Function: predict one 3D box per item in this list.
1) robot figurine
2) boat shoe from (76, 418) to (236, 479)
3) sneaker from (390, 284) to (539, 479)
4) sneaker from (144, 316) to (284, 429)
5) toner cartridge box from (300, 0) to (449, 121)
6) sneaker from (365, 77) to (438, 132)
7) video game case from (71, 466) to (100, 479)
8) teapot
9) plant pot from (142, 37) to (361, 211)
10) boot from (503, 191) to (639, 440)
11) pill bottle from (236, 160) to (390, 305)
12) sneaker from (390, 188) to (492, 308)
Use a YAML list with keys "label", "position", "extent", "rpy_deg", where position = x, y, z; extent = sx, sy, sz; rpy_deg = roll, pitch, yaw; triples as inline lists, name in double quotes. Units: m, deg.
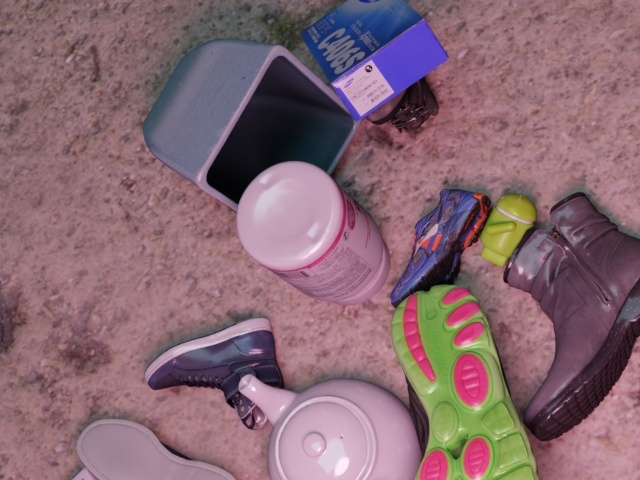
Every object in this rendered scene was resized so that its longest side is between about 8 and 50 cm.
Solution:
- label: "robot figurine"
  position: [0.283, -0.020, 1.810]
  extent: [0.067, 0.101, 0.115]
  rpy_deg: [28, 108, 13]
- label: "boat shoe"
  position: [-0.249, 0.375, 1.884]
  extent: [0.303, 0.091, 0.114]
  rpy_deg: [24, 63, 27]
- label: "sneaker"
  position: [0.212, 0.289, 1.650]
  extent: [0.185, 0.202, 0.482]
  rpy_deg: [-14, 53, 16]
- label: "sneaker"
  position: [-0.165, 0.234, 1.900]
  extent: [0.226, 0.086, 0.163]
  rpy_deg: [-23, 64, 12]
- label: "toner cartridge box"
  position: [0.074, -0.302, 1.866]
  extent: [0.165, 0.075, 0.348]
  rpy_deg: [-33, 22, 4]
- label: "sneaker"
  position: [0.129, -0.214, 1.881]
  extent: [0.087, 0.227, 0.130]
  rpy_deg: [-28, 109, 20]
- label: "video game case"
  position: [-0.391, 0.539, 1.903]
  extent: [0.269, 0.061, 0.244]
  rpy_deg: [-44, 63, 3]
- label: "teapot"
  position: [0.027, 0.313, 1.746]
  extent: [0.256, 0.187, 0.252]
  rpy_deg: [-10, 70, 17]
- label: "plant pot"
  position: [-0.138, -0.181, 1.947]
  extent: [0.252, 0.247, 0.247]
  rpy_deg: [26, 84, 42]
- label: "boot"
  position: [0.348, 0.109, 1.743]
  extent: [0.223, 0.118, 0.338]
  rpy_deg: [35, 77, 29]
- label: "pill bottle"
  position: [0.000, 0.000, 1.801]
  extent: [0.160, 0.283, 0.160]
  rpy_deg: [-6, 72, 19]
- label: "sneaker"
  position: [0.175, 0.013, 1.855]
  extent: [0.087, 0.083, 0.221]
  rpy_deg: [30, 80, 39]
